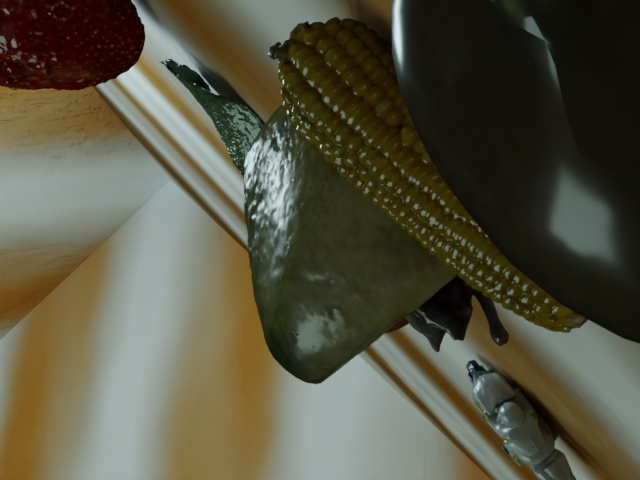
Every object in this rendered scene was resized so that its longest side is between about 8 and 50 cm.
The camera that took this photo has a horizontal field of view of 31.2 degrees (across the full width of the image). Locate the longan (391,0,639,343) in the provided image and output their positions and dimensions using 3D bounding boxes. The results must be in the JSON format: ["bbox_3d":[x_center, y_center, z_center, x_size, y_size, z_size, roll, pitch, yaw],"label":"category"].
[{"bbox_3d":[0.112,-0.058,0.364,0.189,0.189,0.189,45,173,7],"label":"longan"}]

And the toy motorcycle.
[{"bbox_3d":[0.275,0.256,1.586,0.229,0.074,0.151,54,180,12],"label":"toy motorcycle"}]

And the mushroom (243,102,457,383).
[{"bbox_3d":[-0.005,-0.007,1.039,0.217,0.212,0.292,45,165,1],"label":"mushroom"}]

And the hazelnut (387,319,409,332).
[{"bbox_3d":[0.063,0.049,1.471,0.154,0.143,0.143,50,178,47],"label":"hazelnut"}]

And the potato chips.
[{"bbox_3d":[-0.131,-0.169,1.624,0.228,0.059,0.167,41,162,36],"label":"potato chips"}]

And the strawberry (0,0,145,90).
[{"bbox_3d":[-0.375,-0.322,1.593,0.288,0.250,0.238,26,147,-24],"label":"strawberry"}]

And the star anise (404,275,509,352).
[{"bbox_3d":[0.108,0.032,1.223,0.231,0.089,0.209,45,162,8],"label":"star anise"}]

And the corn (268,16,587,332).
[{"bbox_3d":[0.089,-0.043,0.858,0.313,0.102,0.102,46,173,10],"label":"corn"}]
